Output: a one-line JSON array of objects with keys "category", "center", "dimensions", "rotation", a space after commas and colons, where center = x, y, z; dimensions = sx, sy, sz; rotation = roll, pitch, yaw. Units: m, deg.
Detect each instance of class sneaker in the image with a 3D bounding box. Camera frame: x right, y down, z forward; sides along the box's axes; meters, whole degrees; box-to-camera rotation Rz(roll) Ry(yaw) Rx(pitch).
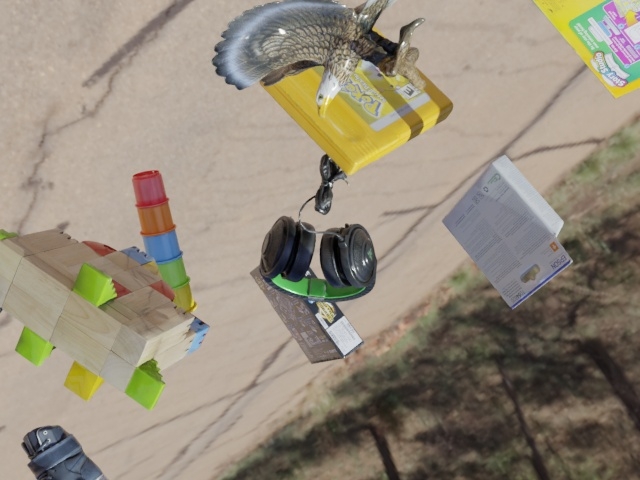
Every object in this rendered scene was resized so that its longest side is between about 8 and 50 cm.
[{"category": "sneaker", "center": [-0.492, 0.421, 1.362], "dimensions": [0.086, 0.163, 0.226], "rotation": [-33, -179, 30]}]

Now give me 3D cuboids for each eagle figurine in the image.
[{"category": "eagle figurine", "center": [0.004, -0.308, 1.265], "dimensions": [0.225, 0.298, 0.226], "rotation": [-61, 157, -30]}]

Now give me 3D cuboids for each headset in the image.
[{"category": "headset", "center": [0.000, 0.000, 1.592], "dimensions": [0.243, 0.185, 0.394], "rotation": [6, 153, 2]}]

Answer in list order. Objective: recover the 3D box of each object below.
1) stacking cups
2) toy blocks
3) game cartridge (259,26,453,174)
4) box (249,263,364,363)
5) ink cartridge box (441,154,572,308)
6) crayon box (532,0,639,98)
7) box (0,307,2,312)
[{"category": "stacking cups", "center": [-0.337, 0.008, 1.690], "dimensions": [0.096, 0.316, 0.096], "rotation": [-6, -161, 2]}, {"category": "toy blocks", "center": [-0.345, 0.093, 1.285], "dimensions": [0.191, 0.381, 0.261], "rotation": [-62, 168, 17]}, {"category": "game cartridge", "center": [0.070, -0.294, 1.534], "dimensions": [0.323, 0.285, 0.053], "rotation": [-33, 164, -40]}, {"category": "box", "center": [-0.044, 0.161, 1.928], "dimensions": [0.073, 0.293, 0.295], "rotation": [-34, 179, -19]}, {"category": "ink cartridge box", "center": [0.346, -0.011, 1.442], "dimensions": [0.045, 0.224, 0.223], "rotation": [-28, 165, -29]}, {"category": "crayon box", "center": [0.492, -0.381, 1.306], "dimensions": [0.165, 0.278, 0.081], "rotation": [-25, -145, 43]}, {"category": "box", "center": [-0.685, 0.122, 1.404], "dimensions": [0.059, 0.183, 0.233], "rotation": [99, 14, -59]}]
